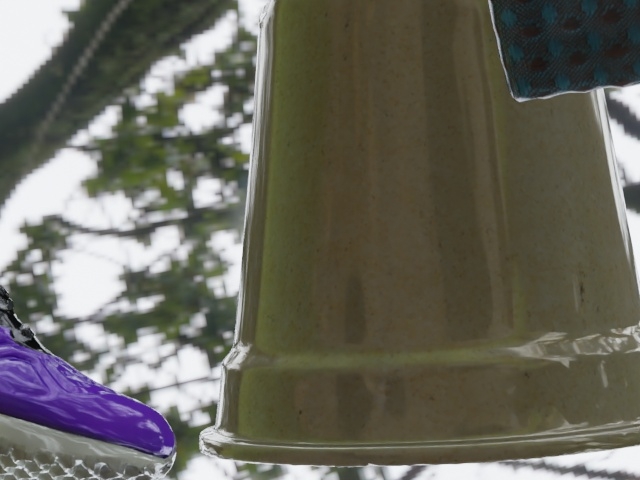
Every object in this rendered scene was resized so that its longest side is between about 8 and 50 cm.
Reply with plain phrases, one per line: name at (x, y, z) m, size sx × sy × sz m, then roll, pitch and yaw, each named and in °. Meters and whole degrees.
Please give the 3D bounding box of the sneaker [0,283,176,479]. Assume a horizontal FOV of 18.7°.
sneaker at (-0.200, 0.036, 0.978) m, size 0.102 × 0.293 × 0.146 m, roll -34°, pitch -139°, yaw 60°

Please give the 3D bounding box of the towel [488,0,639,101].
towel at (0.162, -0.224, 0.633) m, size 0.271 × 0.040 × 0.370 m, roll -7°, pitch -55°, yaw 11°

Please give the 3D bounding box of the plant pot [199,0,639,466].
plant pot at (0.078, -0.019, 1.310) m, size 0.334 × 0.334 × 0.305 m, roll -2°, pitch -90°, yaw 39°
